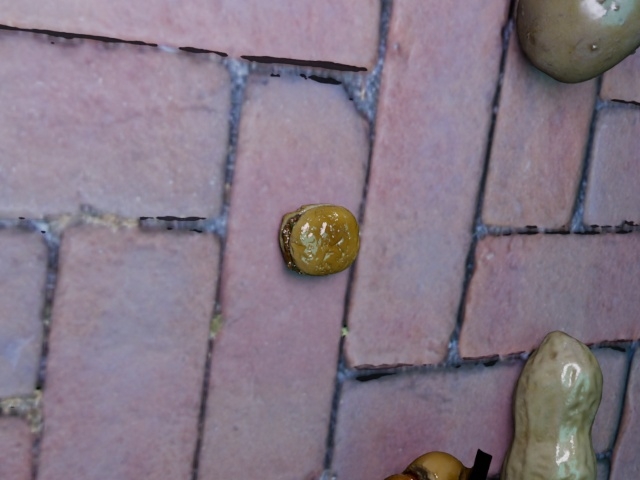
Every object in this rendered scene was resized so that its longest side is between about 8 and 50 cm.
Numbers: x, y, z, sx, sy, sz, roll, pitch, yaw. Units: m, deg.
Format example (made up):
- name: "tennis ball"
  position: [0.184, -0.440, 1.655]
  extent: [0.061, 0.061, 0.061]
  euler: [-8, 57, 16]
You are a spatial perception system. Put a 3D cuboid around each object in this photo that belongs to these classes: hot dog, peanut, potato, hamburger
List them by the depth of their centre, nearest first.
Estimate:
- name: "hamburger"
  position: [0.000, 0.000, 0.898]
  extent: [0.083, 0.044, 0.076]
  euler: [-17, 112, -29]
- name: "potato"
  position: [0.305, -0.294, 0.934]
  extent: [0.165, 0.165, 0.262]
  euler: [16, 88, -33]
- name: "hot dog"
  position: [0.100, 0.353, 0.990]
  extent: [0.194, 0.107, 0.325]
  euler: [-50, 155, -57]
- name: "peanut"
  position: [0.296, 0.243, 1.096]
  extent: [0.124, 0.124, 0.256]
  euler: [-2, 106, -31]
